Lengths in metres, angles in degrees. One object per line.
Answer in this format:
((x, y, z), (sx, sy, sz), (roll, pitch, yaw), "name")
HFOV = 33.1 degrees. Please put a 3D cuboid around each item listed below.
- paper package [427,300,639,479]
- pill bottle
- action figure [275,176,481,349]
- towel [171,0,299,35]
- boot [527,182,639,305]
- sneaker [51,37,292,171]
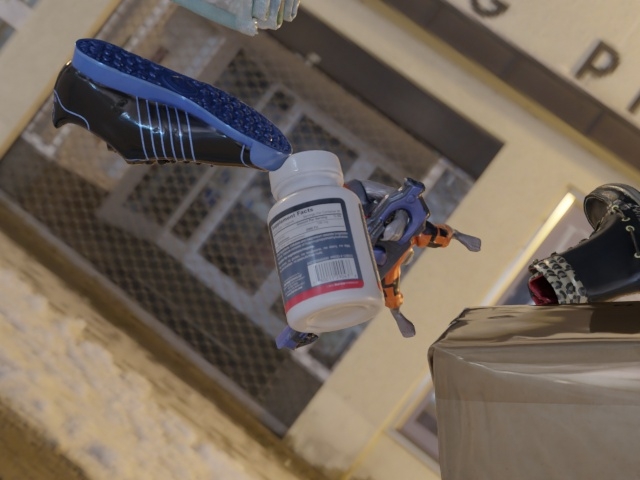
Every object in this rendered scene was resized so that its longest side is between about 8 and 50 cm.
((0.252, 0.133, 0.755), (0.324, 0.168, 0.309), (-4, 1, 13), "paper package")
((0.000, 0.000, 1.173), (0.108, 0.107, 0.180), (38, 37, -64), "pill bottle")
((0.058, 0.030, 1.706), (0.330, 0.341, 0.179), (35, 17, -39), "action figure")
((-0.176, -0.399, 1.089), (0.374, 0.090, 0.321), (26, -34, 8), "towel")
((0.330, 0.010, 1.328), (0.236, 0.178, 0.085), (-119, -166, -62), "boot")
((-0.145, -0.109, 1.045), (0.232, 0.090, 0.081), (25, 26, -12), "sneaker")
